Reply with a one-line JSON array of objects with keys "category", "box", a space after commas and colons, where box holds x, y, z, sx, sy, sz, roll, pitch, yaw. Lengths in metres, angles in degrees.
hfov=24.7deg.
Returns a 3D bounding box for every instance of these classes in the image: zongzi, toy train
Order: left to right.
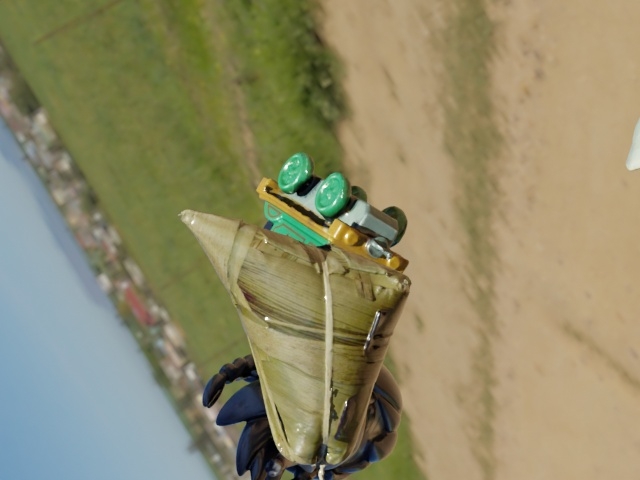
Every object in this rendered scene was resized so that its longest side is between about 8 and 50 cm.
[{"category": "zongzi", "box": [-0.044, 0.084, 1.050, 0.178, 0.189, 0.081, 17, -174, -17]}, {"category": "toy train", "box": [0.000, 0.000, 1.433, 0.091, 0.136, 0.228, 30, 179, -32]}]

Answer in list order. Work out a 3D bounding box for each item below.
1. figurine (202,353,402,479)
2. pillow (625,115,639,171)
[{"category": "figurine", "box": [-0.014, 0.192, 1.654, 0.265, 0.175, 0.197, 33, -150, -57]}, {"category": "pillow", "box": [0.372, -0.190, 0.998, 0.312, 0.310, 0.119, 2, 162, 39]}]
